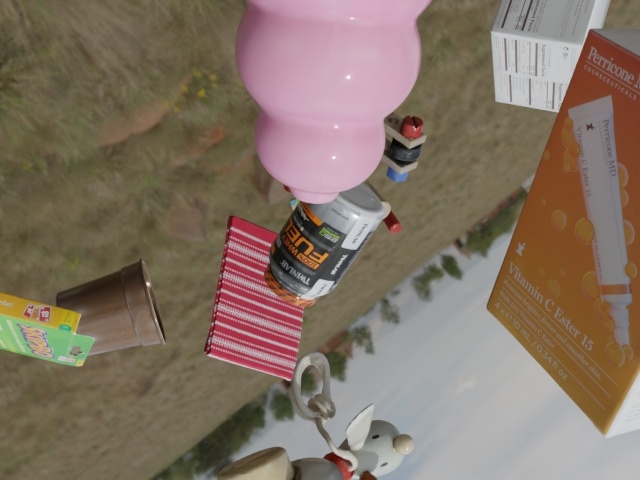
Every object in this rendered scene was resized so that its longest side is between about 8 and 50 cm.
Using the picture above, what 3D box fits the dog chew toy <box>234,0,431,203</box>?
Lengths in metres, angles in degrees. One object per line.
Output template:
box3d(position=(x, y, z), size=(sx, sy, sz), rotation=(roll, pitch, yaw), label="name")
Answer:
box3d(position=(0.009, -0.197, 0.750), size=(0.206, 0.207, 0.332), rotation=(-27, 128, -58), label="dog chew toy")

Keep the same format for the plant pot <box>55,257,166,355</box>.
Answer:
box3d(position=(-0.385, 0.134, 1.460), size=(0.165, 0.167, 0.167), rotation=(-16, 168, -9), label="plant pot")

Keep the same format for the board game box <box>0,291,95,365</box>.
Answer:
box3d(position=(-0.398, 0.090, 0.933), size=(0.124, 0.259, 0.039), rotation=(134, -28, -56), label="board game box")

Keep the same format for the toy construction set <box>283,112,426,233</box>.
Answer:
box3d(position=(0.036, -0.176, 1.387), size=(0.257, 0.237, 0.309), rotation=(-27, 133, -2), label="toy construction set")

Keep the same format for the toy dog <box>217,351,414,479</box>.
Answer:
box3d(position=(0.029, 0.281, 0.932), size=(0.161, 0.220, 0.333), rotation=(-18, -161, 35), label="toy dog")

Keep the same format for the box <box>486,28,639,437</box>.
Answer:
box3d(position=(0.338, -0.010, 0.801), size=(0.168, 0.215, 0.345), rotation=(-6, 126, -26), label="box")

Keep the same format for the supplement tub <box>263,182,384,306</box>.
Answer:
box3d(position=(0.000, 0.000, 1.174), size=(0.190, 0.117, 0.117), rotation=(-57, 166, 24), label="supplement tub")

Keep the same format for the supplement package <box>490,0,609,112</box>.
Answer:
box3d(position=(0.391, -0.379, 1.320), size=(0.204, 0.145, 0.262), rotation=(58, 50, -63), label="supplement package")

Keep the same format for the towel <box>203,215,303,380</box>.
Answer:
box3d(position=(-0.111, 0.104, 1.475), size=(0.199, 0.275, 0.031), rotation=(23, 154, -34), label="towel")

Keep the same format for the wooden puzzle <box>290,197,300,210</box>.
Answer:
box3d(position=(-0.022, -0.054, 1.350), size=(0.049, 0.083, 0.006), rotation=(-17, -159, 0), label="wooden puzzle")
